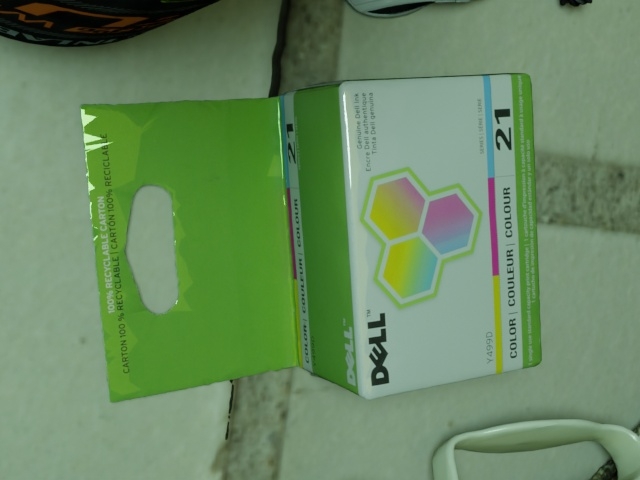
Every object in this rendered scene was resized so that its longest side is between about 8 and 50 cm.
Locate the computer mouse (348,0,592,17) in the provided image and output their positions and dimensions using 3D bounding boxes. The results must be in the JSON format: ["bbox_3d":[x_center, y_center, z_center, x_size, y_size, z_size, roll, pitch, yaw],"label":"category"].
[{"bbox_3d":[0.101,-0.194,0.630,0.193,0.042,0.106,-19,103,-23],"label":"computer mouse"}]

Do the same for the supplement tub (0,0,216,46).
[{"bbox_3d":[-0.091,-0.190,0.376,0.207,0.338,0.207,-2,96,-25],"label":"supplement tub"}]

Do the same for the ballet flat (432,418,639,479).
[{"bbox_3d":[0.100,0.225,0.622,0.483,0.164,0.182,-15,79,-29],"label":"ballet flat"}]

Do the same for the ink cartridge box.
[{"bbox_3d":[0.000,0.000,0.569,0.255,0.097,0.188,-7,97,-26],"label":"ink cartridge box"}]
